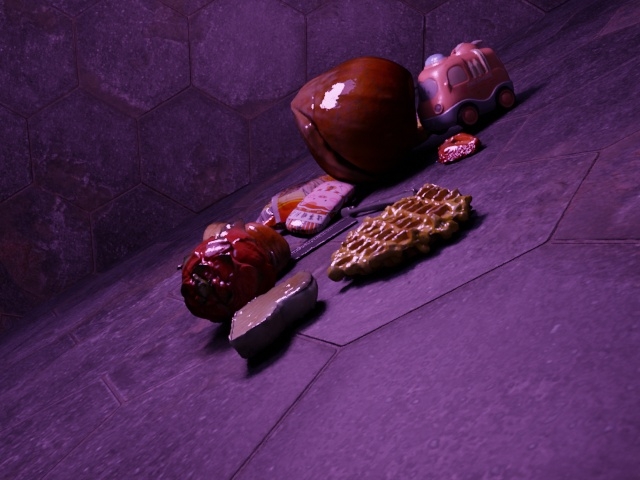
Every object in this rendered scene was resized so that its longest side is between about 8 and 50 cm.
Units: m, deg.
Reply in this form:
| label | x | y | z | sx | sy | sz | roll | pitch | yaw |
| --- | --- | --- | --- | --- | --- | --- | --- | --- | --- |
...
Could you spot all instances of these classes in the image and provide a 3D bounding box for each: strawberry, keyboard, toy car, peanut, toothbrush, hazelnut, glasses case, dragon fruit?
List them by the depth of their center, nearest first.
| label | x | y | z | sx | sy | sz | roll | pitch | yaw |
| --- | --- | --- | --- | --- | --- | --- | --- | --- | --- |
| dragon fruit | -0.188 | 0.068 | 1.603 | 0.192 | 0.193 | 0.274 | -57 | 1 | 22 |
| hazelnut | -0.147 | 0.029 | 1.791 | 0.150 | 0.150 | 0.150 | -29 | 12 | 7 |
| toothbrush | 0.137 | -0.084 | 1.815 | 0.030 | 0.030 | 0.297 | -26 | 7 | -31 |
| keyboard | 0.000 | 0.000 | 1.840 | 0.195 | 0.018 | 0.060 | -33 | 19 | -9 |
| strawberry | 0.333 | -0.227 | 1.877 | 0.104 | 0.048 | 0.152 | -40 | 11 | -24 |
| glasses case | 0.003 | -0.082 | 1.980 | 0.103 | 0.067 | 0.267 | 6 | 31 | 24 |
| toy car | 0.378 | -0.416 | 2.099 | 0.270 | 0.212 | 0.180 | -26 | 10 | -18 |
| hazelnut | 0.106 | -0.323 | 2.130 | 0.359 | 0.359 | 0.409 | -28 | 7 | 16 |
| peanut | -0.318 | -0.009 | 2.477 | 0.229 | 0.098 | 0.103 | -169 | 96 | -74 |

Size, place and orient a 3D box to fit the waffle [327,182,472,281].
| label | x | y | z | sx | sy | sz | roll | pitch | yaw |
| --- | --- | --- | --- | --- | --- | --- | --- | --- | --- |
| waffle | 0.152 | -0.023 | 1.453 | 0.307 | 0.060 | 0.312 | -25 | 15 | 25 |

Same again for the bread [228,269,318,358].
| label | x | y | z | sx | sy | sz | roll | pitch | yaw |
| --- | --- | --- | --- | --- | --- | --- | --- | --- | --- |
| bread | -0.096 | 0.140 | 1.372 | 0.172 | 0.064 | 0.232 | -20 | 14 | 43 |

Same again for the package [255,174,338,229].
| label | x | y | z | sx | sy | sz | roll | pitch | yaw |
| --- | --- | --- | --- | --- | --- | --- | --- | --- | --- |
| package | -0.053 | -0.114 | 2.227 | 0.223 | 0.108 | 0.288 | -20 | 13 | 35 |

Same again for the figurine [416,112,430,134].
| label | x | y | z | sx | sy | sz | roll | pitch | yaw |
| --- | --- | --- | --- | --- | --- | --- | --- | --- | --- |
| figurine | 0.326 | -0.368 | 2.443 | 0.083 | 0.083 | 0.187 | -34 | 18 | -15 |

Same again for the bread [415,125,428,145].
| label | x | y | z | sx | sy | sz | roll | pitch | yaw |
| --- | --- | --- | --- | --- | --- | --- | --- | --- | --- |
| bread | 0.281 | -0.317 | 2.363 | 0.085 | 0.053 | 0.085 | -30 | 12 | 7 |
